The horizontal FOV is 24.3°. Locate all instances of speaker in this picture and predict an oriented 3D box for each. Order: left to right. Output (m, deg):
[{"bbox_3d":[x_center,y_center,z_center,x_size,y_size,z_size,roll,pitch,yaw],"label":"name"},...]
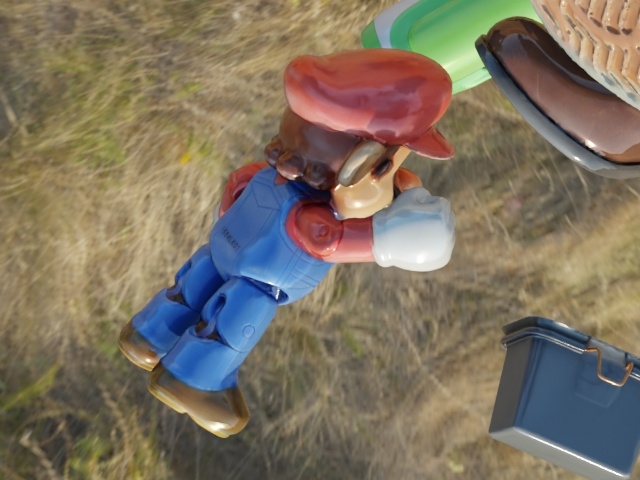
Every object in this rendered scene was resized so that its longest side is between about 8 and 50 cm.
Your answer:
[{"bbox_3d":[0.200,-0.266,1.723,0.296,0.131,0.131,-27,98,16],"label":"speaker"}]

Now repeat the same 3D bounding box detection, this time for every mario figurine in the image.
[{"bbox_3d":[0.000,0.000,1.131,0.198,0.170,0.320,40,98,16],"label":"mario figurine"}]

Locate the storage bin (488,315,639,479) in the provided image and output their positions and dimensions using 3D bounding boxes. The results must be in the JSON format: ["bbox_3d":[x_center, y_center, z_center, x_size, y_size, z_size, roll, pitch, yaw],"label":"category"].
[{"bbox_3d":[0.202,0.129,1.163,0.135,0.098,0.091,23,72,-11],"label":"storage bin"}]

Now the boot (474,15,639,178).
[{"bbox_3d":[0.259,-0.147,0.842,0.264,0.096,0.280,26,118,-13],"label":"boot"}]

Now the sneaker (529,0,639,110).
[{"bbox_3d":[0.223,-0.119,0.703,0.121,0.302,0.108,-38,129,-19],"label":"sneaker"}]
